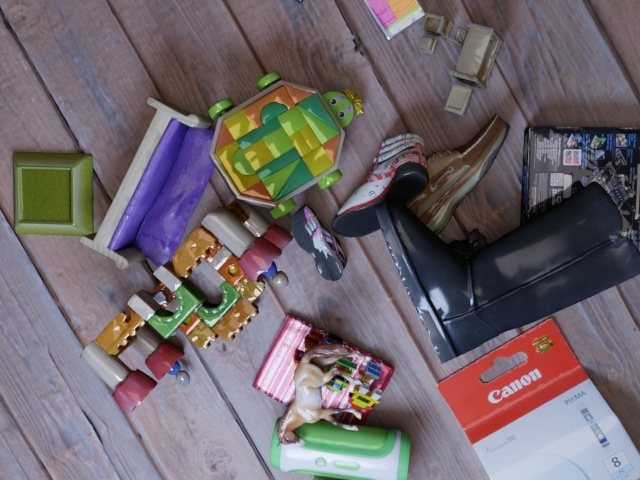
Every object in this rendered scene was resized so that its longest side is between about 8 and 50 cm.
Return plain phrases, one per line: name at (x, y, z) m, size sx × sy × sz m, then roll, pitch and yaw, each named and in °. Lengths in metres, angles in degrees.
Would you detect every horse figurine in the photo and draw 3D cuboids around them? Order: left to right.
horse figurine at (0.001, 0.311, 1.590) m, size 0.174 × 0.066 × 0.264 m, roll 5°, pitch 113°, yaw 2°

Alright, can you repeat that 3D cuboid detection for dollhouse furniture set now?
dollhouse furniture set at (0.276, -0.368, 1.636) m, size 0.160 × 0.101 × 0.182 m, roll 23°, pitch 99°, yaw 26°

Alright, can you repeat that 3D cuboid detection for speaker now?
speaker at (0.045, 0.460, 1.681) m, size 0.296 × 0.131 × 0.131 m, roll 6°, pitch 97°, yaw 7°

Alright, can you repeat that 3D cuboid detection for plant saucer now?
plant saucer at (-0.612, -0.104, 1.735) m, size 0.188 × 0.045 × 0.189 m, roll 2°, pitch 96°, yaw 4°

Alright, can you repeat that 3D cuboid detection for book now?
book at (0.146, -0.515, 1.641) m, size 0.096 × 0.035 × 0.144 m, roll -31°, pitch 93°, yaw 10°

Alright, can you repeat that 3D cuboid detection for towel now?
towel at (0.007, 0.310, 1.745) m, size 0.274 × 0.031 × 0.199 m, roll 27°, pitch 97°, yaw 1°

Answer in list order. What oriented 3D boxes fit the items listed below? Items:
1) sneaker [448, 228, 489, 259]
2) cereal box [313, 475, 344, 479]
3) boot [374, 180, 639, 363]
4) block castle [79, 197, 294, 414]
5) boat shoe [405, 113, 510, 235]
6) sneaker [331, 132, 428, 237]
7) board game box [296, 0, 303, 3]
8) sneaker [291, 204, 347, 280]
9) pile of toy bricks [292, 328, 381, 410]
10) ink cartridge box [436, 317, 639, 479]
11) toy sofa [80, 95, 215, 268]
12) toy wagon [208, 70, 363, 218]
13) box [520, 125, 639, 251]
sneaker at (0.370, 0.054, 1.660) m, size 0.227 × 0.087 × 0.130 m, roll 17°, pitch 104°, yaw 7°
cereal box at (0.065, 0.552, 1.662) m, size 0.172 × 0.240 × 0.048 m, roll 8°, pitch 97°, yaw 4°
boot at (0.373, 0.001, 1.537) m, size 0.444 × 0.146 × 0.367 m, roll -25°, pitch 104°, yaw 6°
block castle at (-0.253, 0.137, 1.608) m, size 0.213 × 0.303 × 0.453 m, roll 43°, pitch 98°, yaw -2°
boat shoe at (0.270, -0.137, 1.632) m, size 0.119 × 0.122 × 0.324 m, roll 37°, pitch 98°, yaw 5°
sneaker at (0.129, -0.121, 1.661) m, size 0.090 × 0.145 × 0.270 m, roll 28°, pitch 135°, yaw -25°
board game box at (-0.046, -0.621, 1.645) m, size 0.126 × 0.026 × 0.186 m, roll 32°, pitch 97°, yaw 0°
sneaker at (0.000, 0.000, 1.688) m, size 0.071 × 0.077 × 0.178 m, roll -18°, pitch 106°, yaw 30°
pile of toy bricks at (0.027, 0.292, 1.687) m, size 0.212 × 0.118 × 0.105 m, roll 27°, pitch 131°, yaw -11°
ink cartridge box at (0.484, 0.414, 1.692) m, size 0.308 × 0.091 × 0.385 m, roll -32°, pitch 94°, yaw 7°
toy sofa at (-0.348, -0.114, 1.663) m, size 0.177 × 0.150 × 0.363 m, roll 28°, pitch 98°, yaw 2°
toy wagon at (-0.059, -0.223, 1.610) m, size 0.344 × 0.068 × 0.267 m, roll -32°, pitch 90°, yaw -9°
box at (0.580, -0.094, 1.636) m, size 0.293 × 0.073 × 0.296 m, roll 0°, pitch 96°, yaw 3°
